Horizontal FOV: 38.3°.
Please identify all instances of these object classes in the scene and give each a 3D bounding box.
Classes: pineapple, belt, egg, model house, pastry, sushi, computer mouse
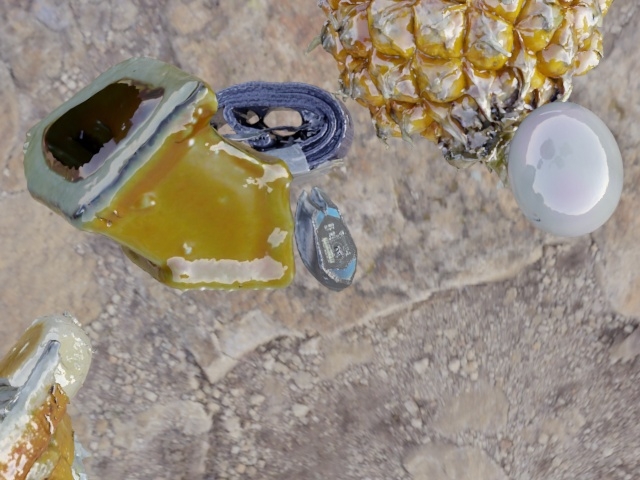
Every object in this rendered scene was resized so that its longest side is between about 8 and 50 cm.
[{"bbox_3d":[0.146,-0.208,0.939,0.344,0.209,0.286,-21,66,19],"label":"pineapple"},{"bbox_3d":[-0.074,-0.133,1.192,0.230,0.126,0.140,-9,90,9],"label":"belt"},{"bbox_3d":[0.226,-0.067,0.855,0.103,0.103,0.135,-8,61,8],"label":"egg"},{"bbox_3d":[-0.140,-0.051,0.909,0.173,0.239,0.268,-56,38,-2],"label":"model house"},{"bbox_3d":[-0.379,0.174,1.250,0.166,0.166,0.088,-47,115,-7],"label":"pastry"},{"bbox_3d":[-0.300,0.215,0.790,0.274,0.184,0.139,-30,112,10],"label":"sushi"},{"bbox_3d":[0.000,0.000,1.140,0.047,0.079,0.135,-14,97,37],"label":"computer mouse"}]
